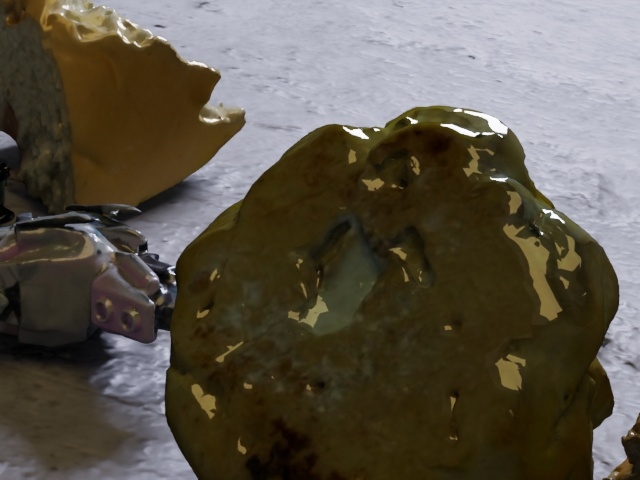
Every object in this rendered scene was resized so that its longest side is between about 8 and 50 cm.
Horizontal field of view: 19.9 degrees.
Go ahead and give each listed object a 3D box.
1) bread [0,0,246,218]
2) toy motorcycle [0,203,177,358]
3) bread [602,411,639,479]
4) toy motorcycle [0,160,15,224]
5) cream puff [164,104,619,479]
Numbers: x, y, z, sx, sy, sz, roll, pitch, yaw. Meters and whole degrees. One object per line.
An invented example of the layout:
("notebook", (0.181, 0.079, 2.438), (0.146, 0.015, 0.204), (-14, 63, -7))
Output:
("bread", (-0.192, -0.157, 1.626), (0.183, 0.211, 0.224), (23, 33, 39))
("toy motorcycle", (-0.213, 0.037, 1.358), (0.239, 0.108, 0.204), (-2, 8, 44))
("bread", (0.365, 0.216, 1.204), (0.380, 0.109, 0.185), (20, 36, 24))
("toy motorcycle", (-0.315, -0.026, 1.489), (0.100, 0.058, 0.173), (3, 23, 16))
("cream puff", (0.067, 0.087, 1.222), (0.324, 0.291, 0.257), (57, 8, 34))
